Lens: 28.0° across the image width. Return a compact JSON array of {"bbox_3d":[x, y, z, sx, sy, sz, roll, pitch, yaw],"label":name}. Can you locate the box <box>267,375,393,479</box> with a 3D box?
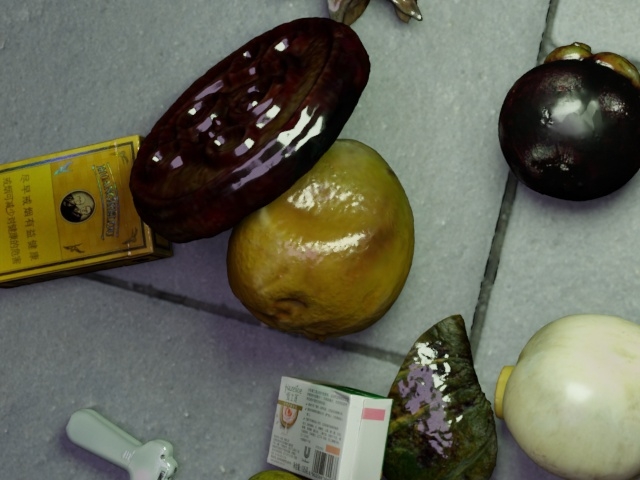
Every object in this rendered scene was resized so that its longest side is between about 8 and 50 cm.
[{"bbox_3d":[0.012,0.276,1.851,0.199,0.081,0.135,7,86,56],"label":"box"}]

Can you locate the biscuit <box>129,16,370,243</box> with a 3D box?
[{"bbox_3d":[-0.112,-0.172,1.842,0.407,0.407,0.091,-37,117,11],"label":"biscuit"}]

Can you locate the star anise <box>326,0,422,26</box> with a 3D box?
[{"bbox_3d":[0.065,-0.466,1.940,0.315,0.108,0.315,1,93,18],"label":"star anise"}]

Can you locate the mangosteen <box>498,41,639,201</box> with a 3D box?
[{"bbox_3d":[0.357,-0.179,1.793,0.211,0.211,0.250,6,56,17],"label":"mangosteen"}]

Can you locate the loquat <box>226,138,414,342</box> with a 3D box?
[{"bbox_3d":[0.000,0.000,1.847,0.276,0.276,0.283,-4,65,17],"label":"loquat"}]

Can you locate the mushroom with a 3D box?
[{"bbox_3d":[0.365,0.232,1.745,0.260,0.234,0.254,0,42,-14],"label":"mushroom"}]

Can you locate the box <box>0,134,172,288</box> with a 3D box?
[{"bbox_3d":[-0.398,-0.043,2.054,0.302,0.084,0.192,-11,83,16],"label":"box"}]

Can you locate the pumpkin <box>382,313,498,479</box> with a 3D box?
[{"bbox_3d":[0.178,0.254,1.817,0.163,0.111,0.278,27,94,34],"label":"pumpkin"}]

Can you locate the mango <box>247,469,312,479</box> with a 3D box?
[{"bbox_3d":[0.037,0.430,1.815,0.330,0.176,0.175,26,98,-1],"label":"mango"}]

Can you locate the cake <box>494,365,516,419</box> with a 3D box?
[{"bbox_3d":[0.276,0.218,1.827,0.044,0.084,0.084,6,87,19],"label":"cake"}]

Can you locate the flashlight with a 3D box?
[{"bbox_3d":[-0.313,0.327,2.016,0.200,0.047,0.093,26,92,20],"label":"flashlight"}]
